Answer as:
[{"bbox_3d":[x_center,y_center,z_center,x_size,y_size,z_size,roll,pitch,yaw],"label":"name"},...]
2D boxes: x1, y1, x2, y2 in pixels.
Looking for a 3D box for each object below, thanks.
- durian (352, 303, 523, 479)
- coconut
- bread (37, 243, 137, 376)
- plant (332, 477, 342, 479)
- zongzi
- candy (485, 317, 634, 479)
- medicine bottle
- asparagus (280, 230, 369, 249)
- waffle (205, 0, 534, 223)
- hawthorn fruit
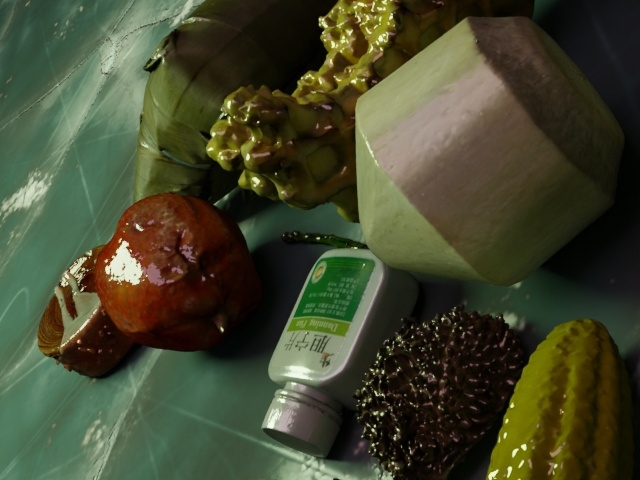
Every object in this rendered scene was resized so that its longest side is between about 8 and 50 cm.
[{"bbox_3d":[0.081,0.125,1.098,0.148,0.091,0.188,-26,43,40],"label":"durian"},{"bbox_3d":[0.125,-0.064,1.116,0.222,0.202,0.202,-39,34,16],"label":"coconut"},{"bbox_3d":[-0.266,0.086,1.635,0.160,0.073,0.160,-34,34,27],"label":"bread"},{"bbox_3d":[-0.020,0.248,1.140,0.174,0.087,0.085,-24,67,47],"label":"plant"},{"bbox_3d":[-0.088,-0.155,1.575,0.323,0.160,0.360,-42,-14,-37],"label":"zongzi"},{"bbox_3d":[0.171,0.137,0.965,0.106,0.094,0.199,-31,32,44],"label":"candy"},{"bbox_3d":[0.012,0.100,1.241,0.119,0.069,0.183,1,62,52],"label":"medicine bottle"},{"bbox_3d":[0.000,0.000,1.406,0.163,0.016,0.016,9,87,56],"label":"asparagus"},{"bbox_3d":[0.047,-0.171,1.254,0.151,0.261,0.324,30,98,58],"label":"waffle"},{"bbox_3d":[-0.143,0.038,1.448,0.179,0.173,0.173,7,63,27],"label":"hawthorn fruit"}]
